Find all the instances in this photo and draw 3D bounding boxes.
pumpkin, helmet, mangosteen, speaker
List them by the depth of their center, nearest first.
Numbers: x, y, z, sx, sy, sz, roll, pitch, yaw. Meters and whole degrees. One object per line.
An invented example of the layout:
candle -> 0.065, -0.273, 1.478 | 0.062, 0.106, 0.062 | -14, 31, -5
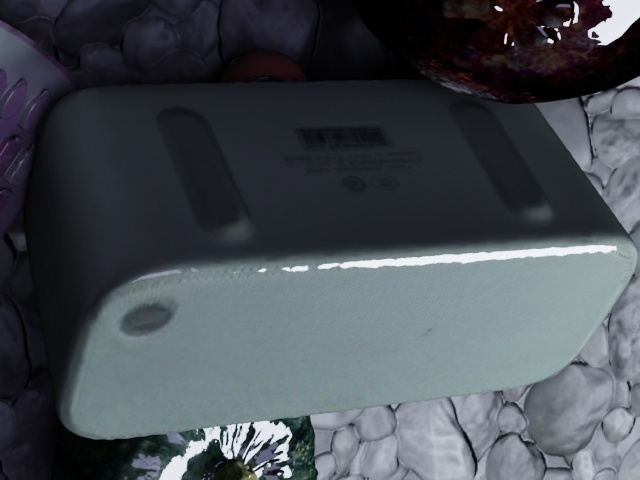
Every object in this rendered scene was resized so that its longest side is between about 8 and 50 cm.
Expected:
mangosteen -> 0.144, -0.255, 1.058 | 0.297, 0.297, 0.313 | 11, 69, -28
speaker -> 0.000, 0.000, 1.090 | 0.406, 0.184, 0.183 | -4, 139, -25
helmet -> -0.049, -0.113, 1.132 | 0.084, 0.049, 0.065 | -11, 154, 0
pumpkin -> -0.093, 0.176, 1.149 | 0.211, 0.152, 0.211 | -11, 112, -28

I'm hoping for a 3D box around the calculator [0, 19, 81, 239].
calculator -> -0.267, -0.067, 0.987 | 0.194, 0.043, 0.294 | -55, 152, 4
